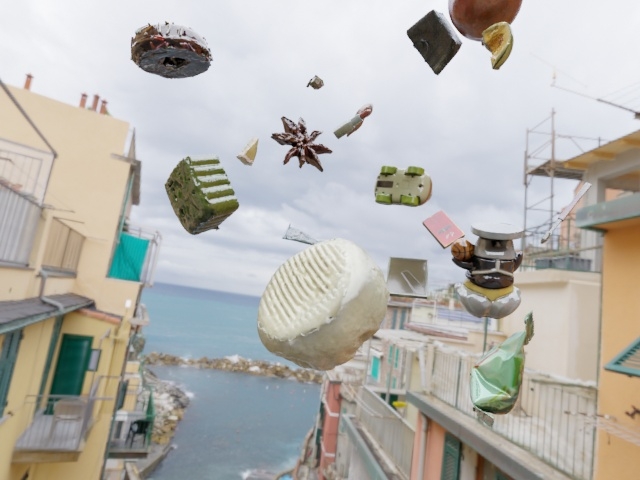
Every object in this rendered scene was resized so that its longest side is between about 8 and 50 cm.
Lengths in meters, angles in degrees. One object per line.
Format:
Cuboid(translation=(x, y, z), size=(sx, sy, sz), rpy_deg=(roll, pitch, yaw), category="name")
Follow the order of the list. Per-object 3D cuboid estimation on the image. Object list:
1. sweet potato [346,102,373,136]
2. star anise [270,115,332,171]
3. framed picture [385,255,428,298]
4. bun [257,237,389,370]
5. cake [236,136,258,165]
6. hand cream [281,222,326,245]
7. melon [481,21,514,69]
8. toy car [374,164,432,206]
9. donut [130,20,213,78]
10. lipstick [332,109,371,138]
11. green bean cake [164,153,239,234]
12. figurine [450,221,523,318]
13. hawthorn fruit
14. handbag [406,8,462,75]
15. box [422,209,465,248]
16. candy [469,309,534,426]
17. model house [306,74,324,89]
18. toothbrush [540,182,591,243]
Cuboid(translation=(0.179, -0.559, 1.835), size=(0.051, 0.218, 0.065), rpy_deg=(25, -21, 37), category="sweet potato")
Cuboid(translation=(-0.076, -0.400, 1.672), size=(0.288, 0.288, 0.088), rpy_deg=(12, -22, -23), category="star anise")
Cuboid(translation=(0.308, 0.129, 1.432), size=(0.150, 0.203, 0.015), rpy_deg=(3, -53, 14), category="framed picture")
Cuboid(translation=(0.011, 0.177, 1.056), size=(0.359, 0.360, 0.211), rpy_deg=(0, -38, 40), category="bun")
Cuboid(translation=(-0.280, -0.361, 1.577), size=(0.052, 0.121, 0.065), rpy_deg=(9, -11, 39), category="cake")
Cuboid(translation=(0.000, -0.001, 1.347), size=(0.247, 0.052, 0.075), rpy_deg=(18, 16, 3), category="hand cream")
Cuboid(translation=(0.642, -0.690, 1.413), size=(0.079, 0.160, 0.128), rpy_deg=(2, -20, -21), category="melon")
Cuboid(translation=(0.341, -0.195, 1.550), size=(0.235, 0.145, 0.235), rpy_deg=(10, 0, 0), category="toy car")
Cuboid(translation=(-0.498, -0.633, 1.344), size=(0.269, 0.103, 0.270), rpy_deg=(-7, 0, 0), category="donut")
Cuboid(translation=(0.098, -0.356, 1.212), size=(0.129, 0.030, 0.030), rpy_deg=(-29, -58, 21), category="lipstick")
Cuboid(translation=(-0.447, -0.166, 1.483), size=(0.250, 0.247, 0.156), rpy_deg=(-29, -5, 43), category="green bean cake")
Cuboid(translation=(0.410, 0.080, 0.996), size=(0.176, 0.236, 0.133), rpy_deg=(2, 16, 11), category="figurine")
Cuboid(translation=(0.645, -0.908, 1.572), size=(0.277, 0.277, 0.298), rpy_deg=(4, -36, 25), category="hawthorn fruit")
Cuboid(translation=(0.507, -0.893, 1.790), size=(0.088, 0.270, 0.175), rpy_deg=(-17, -16, -47), category="handbag")
Cuboid(translation=(0.442, -0.041, 1.447), size=(0.090, 0.133, 0.023), rpy_deg=(-30, -32, -3), category="box")
Cuboid(translation=(0.654, 0.448, 1.413), size=(0.172, 0.398, 0.263), rpy_deg=(35, -7, 29), category="candy")
Cuboid(translation=(-0.017, -0.685, 1.756), size=(0.058, 0.057, 0.083), rpy_deg=(35, -17, -24), category="model house")
Cuboid(translation=(0.591, -0.066, 0.968), size=(0.014, 0.194, 0.017), rpy_deg=(37, -10, 35), category="toothbrush")
